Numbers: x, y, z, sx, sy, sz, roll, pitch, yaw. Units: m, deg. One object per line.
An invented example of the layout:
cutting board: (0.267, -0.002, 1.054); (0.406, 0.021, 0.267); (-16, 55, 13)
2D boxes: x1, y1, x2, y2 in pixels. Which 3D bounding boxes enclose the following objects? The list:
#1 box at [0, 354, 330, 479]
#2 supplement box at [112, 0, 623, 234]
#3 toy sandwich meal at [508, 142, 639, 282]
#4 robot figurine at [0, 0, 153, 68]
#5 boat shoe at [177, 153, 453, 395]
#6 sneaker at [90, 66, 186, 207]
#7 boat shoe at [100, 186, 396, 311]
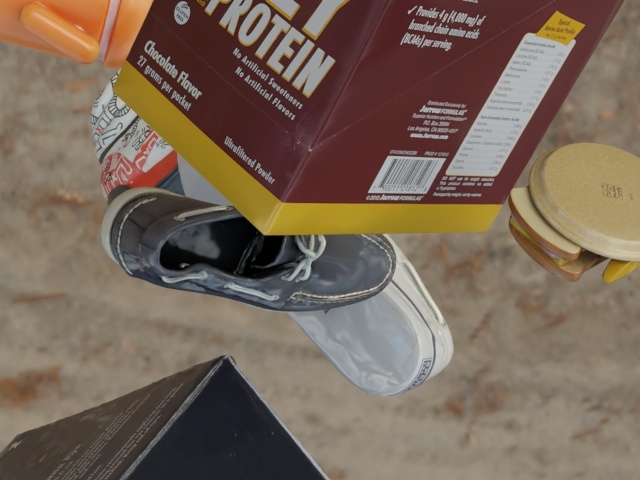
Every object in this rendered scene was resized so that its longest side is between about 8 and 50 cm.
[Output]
box: (-0.197, 0.288, 1.251); (0.312, 0.343, 0.179); (-22, 110, 46)
supplement box: (0.035, -0.118, 0.832); (0.191, 0.129, 0.194); (-1, 126, -50)
toy sandwich meal: (0.129, -0.012, 0.768); (0.085, 0.086, 0.029); (1, 135, -19)
robot figurine: (-0.237, -0.234, 1.561); (0.219, 0.158, 0.128); (14, 92, -10)
boat shoe: (0.000, 0.000, 1.223); (0.096, 0.267, 0.088); (-52, 160, 22)
sneaker: (-0.097, -0.128, 1.427); (0.270, 0.145, 0.090); (-37, 145, 27)
boat shoe: (-0.031, 0.013, 1.011); (0.206, 0.065, 0.075); (9, 100, -33)
